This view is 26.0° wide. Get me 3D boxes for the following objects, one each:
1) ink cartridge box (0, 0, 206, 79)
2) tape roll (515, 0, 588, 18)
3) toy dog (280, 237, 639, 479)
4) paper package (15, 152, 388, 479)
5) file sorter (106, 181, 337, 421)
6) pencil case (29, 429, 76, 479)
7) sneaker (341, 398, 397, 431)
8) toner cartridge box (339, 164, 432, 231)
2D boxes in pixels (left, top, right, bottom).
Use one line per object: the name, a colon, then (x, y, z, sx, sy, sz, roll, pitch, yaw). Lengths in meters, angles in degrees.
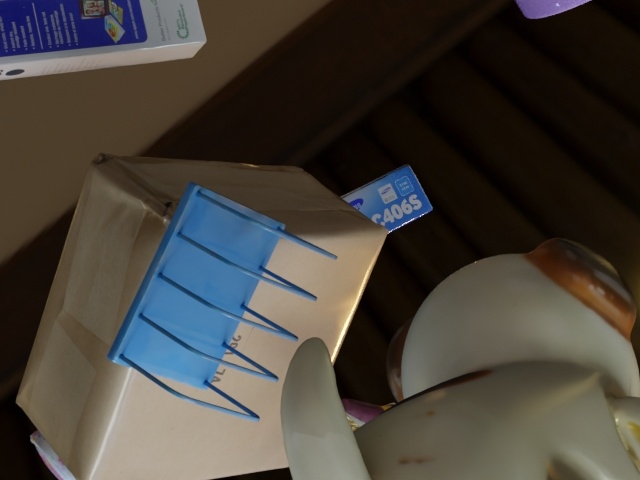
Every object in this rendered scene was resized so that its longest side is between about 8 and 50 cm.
ink cartridge box: (-0.305, -0.271, 1.550, 0.065, 0.333, 0.165, -29, -108, 63)
tape roll: (0.326, -0.357, 1.544, 0.275, 0.090, 0.275, -30, -166, 8)
toy dog: (0.128, 0.178, 1.060, 0.284, 0.395, 0.408, -45, -170, 34)
paper package: (-0.127, 0.086, 1.485, 0.168, 0.309, 0.324, 40, -62, 40)
file sorter: (-0.081, 0.058, 1.206, 0.104, 0.118, 0.170, 27, -88, 45)
pencil case: (-0.257, 0.224, 1.873, 0.273, 0.124, 0.113, -42, -178, -13)
sneaker: (0.095, 0.182, 1.401, 0.069, 0.185, 0.084, -12, -125, 60)
toner cartridge box: (0.000, 0.000, 1.987, 0.165, 0.075, 0.348, -28, 180, -30)
